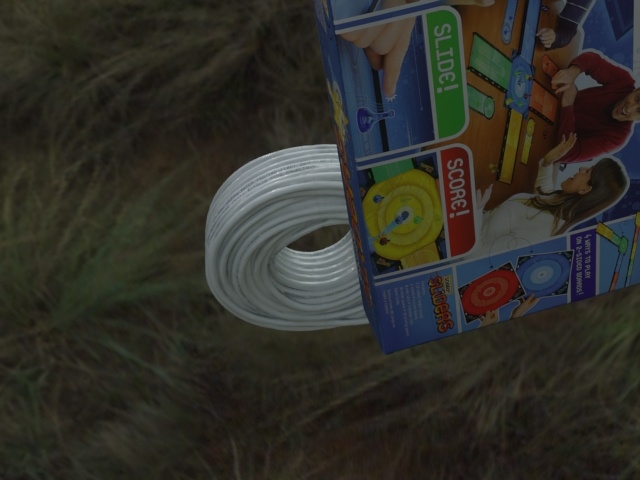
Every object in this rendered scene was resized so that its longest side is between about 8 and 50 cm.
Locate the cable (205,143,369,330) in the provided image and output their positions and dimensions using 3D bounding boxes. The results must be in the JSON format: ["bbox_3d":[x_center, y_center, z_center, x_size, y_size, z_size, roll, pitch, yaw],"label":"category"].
[{"bbox_3d":[0.000,0.000,1.225,0.257,0.257,0.089,-10,50,-1],"label":"cable"}]

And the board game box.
[{"bbox_3d":[0.071,-0.059,0.403,0.136,0.201,0.035,-14,36,-6],"label":"board game box"}]
